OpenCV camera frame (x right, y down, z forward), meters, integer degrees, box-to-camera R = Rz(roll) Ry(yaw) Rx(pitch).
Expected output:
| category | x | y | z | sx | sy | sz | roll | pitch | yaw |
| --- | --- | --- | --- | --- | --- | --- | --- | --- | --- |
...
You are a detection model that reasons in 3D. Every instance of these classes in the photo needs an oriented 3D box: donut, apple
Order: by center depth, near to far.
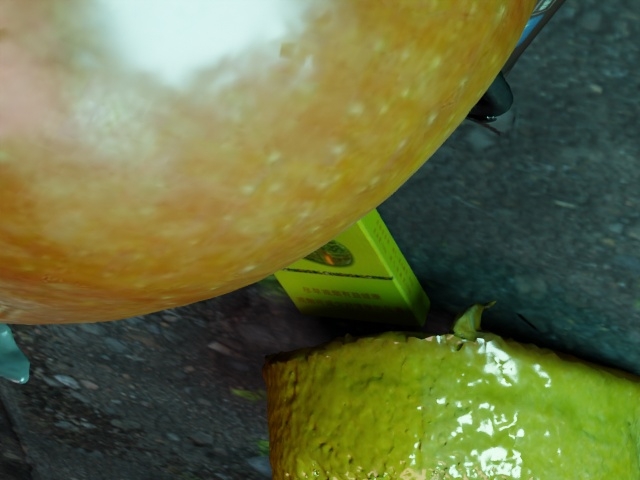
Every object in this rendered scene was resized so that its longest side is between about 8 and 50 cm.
| category | x | y | z | sx | sy | sz | roll | pitch | yaw |
| --- | --- | --- | --- | --- | --- | --- | --- | --- | --- |
| apple | -0.056 | -0.098 | 0.431 | 0.206 | 0.251 | 0.272 | 28 | -176 | -17 |
| donut | 0.087 | 0.118 | 1.027 | 0.253 | 0.118 | 0.253 | 2 | 164 | 1 |

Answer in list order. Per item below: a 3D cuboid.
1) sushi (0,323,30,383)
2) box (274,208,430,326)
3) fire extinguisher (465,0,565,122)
| category | x | y | z | sx | sy | sz | roll | pitch | yaw |
| --- | --- | --- | --- | --- | --- | --- | --- | --- | --- |
| sushi | -0.335 | -0.004 | 0.908 | 0.281 | 0.299 | 0.294 | 42 | 156 | 20 |
| box | 0.000 | 0.000 | 0.970 | 0.087 | 0.023 | 0.155 | 8 | 151 | 29 |
| fire extinguisher | 0.052 | -0.136 | 0.604 | 0.141 | 0.105 | 0.341 | 37 | 151 | 0 |
